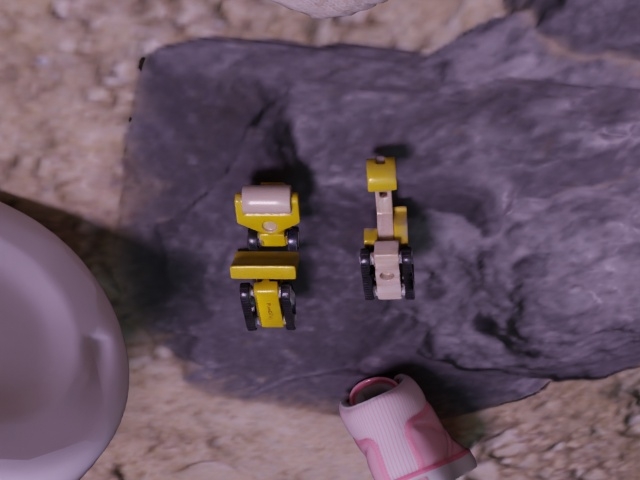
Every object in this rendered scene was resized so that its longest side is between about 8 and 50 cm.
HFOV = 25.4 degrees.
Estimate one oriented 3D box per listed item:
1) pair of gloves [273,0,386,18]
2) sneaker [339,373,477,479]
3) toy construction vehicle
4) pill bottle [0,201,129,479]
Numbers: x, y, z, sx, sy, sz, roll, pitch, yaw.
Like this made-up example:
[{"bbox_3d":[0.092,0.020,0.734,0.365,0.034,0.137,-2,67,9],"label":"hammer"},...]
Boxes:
[{"bbox_3d":[0.064,-0.144,0.422,0.240,0.042,0.204,-26,161,17],"label":"pair of gloves"},{"bbox_3d":[0.048,0.107,0.791,0.051,0.070,0.134,-28,169,7],"label":"sneaker"},{"bbox_3d":[0.000,0.000,0.656,0.086,0.035,0.098,-3,140,8],"label":"toy construction vehicle"},{"bbox_3d":[-0.213,0.110,0.643,0.152,0.152,0.272,17,133,-30],"label":"pill bottle"}]
